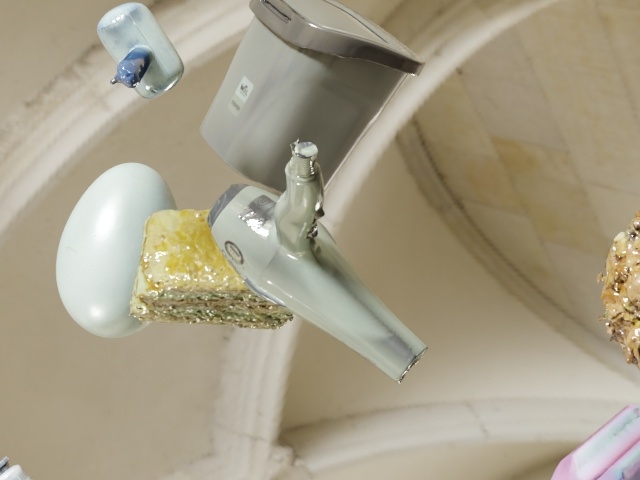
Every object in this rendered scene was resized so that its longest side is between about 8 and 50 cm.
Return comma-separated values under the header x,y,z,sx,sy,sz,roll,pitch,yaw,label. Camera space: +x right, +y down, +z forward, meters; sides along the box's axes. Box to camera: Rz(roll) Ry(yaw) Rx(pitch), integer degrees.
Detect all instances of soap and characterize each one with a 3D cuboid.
x,y,z,sx,sy,sz,roll,pitch,yaw,label
0.380,0.368,1.661,0.324,0.109,0.193,-27,-68,-46,soap

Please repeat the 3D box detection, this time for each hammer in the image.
x,y,z,sx,sy,sz,roll,pitch,yaw,label
-0.212,-0.207,1.445,0.069,0.194,0.116,-30,-74,9,hammer

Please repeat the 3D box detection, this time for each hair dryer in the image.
x,y,z,sx,sy,sz,roll,pitch,yaw,label
0.016,0.025,1.041,0.219,0.225,0.088,47,-114,-8,hair dryer

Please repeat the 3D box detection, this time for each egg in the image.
x,y,z,sx,sy,sz,roll,pitch,yaw,label
-0.297,0.015,1.889,0.183,0.183,0.264,14,-91,-51,egg

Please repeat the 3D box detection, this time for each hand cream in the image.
x,y,z,sx,sy,sz,roll,pitch,yaw,label
-0.419,0.405,1.887,0.194,0.042,0.067,52,-163,-7,hand cream

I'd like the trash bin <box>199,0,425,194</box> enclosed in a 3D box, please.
x,y,z,sx,sy,sz,roll,pitch,yaw,label
-0.025,-0.205,1.759,0.219,0.220,0.250,20,-72,-37,trash bin

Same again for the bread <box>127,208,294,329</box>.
x,y,z,sx,sy,sz,roll,pitch,yaw,label
-0.124,0.030,1.495,0.102,0.196,0.138,97,176,-46,bread

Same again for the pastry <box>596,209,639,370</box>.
x,y,z,sx,sy,sz,roll,pitch,yaw,label
0.437,0.082,1.567,0.275,0.193,0.275,7,-101,-41,pastry
